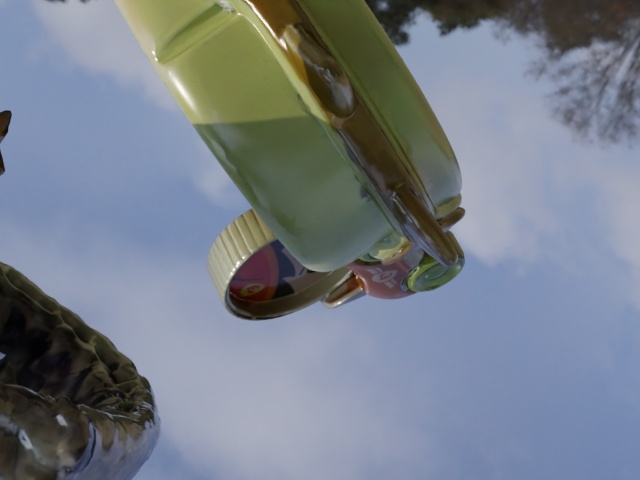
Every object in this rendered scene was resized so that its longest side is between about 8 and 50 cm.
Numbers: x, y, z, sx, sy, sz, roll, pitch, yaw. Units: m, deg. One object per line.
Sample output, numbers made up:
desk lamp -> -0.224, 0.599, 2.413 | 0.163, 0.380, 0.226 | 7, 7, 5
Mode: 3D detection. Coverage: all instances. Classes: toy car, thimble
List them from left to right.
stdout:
thimble -> -0.208, 0.100, 0.556 | 0.217, 0.157, 0.245 | 37, 178, -26
toy car -> 0.000, 0.000, 0.992 | 0.235, 0.235, 0.145 | 3, -131, -40

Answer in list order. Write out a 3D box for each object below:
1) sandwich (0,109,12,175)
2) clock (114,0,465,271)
sandwich -> -0.216, -0.094, 0.323 | 0.162, 0.301, 0.250 | 35, -156, 24
clock -> -0.027, -0.109, 0.661 | 0.286, 0.117, 0.348 | 54, -176, -35
